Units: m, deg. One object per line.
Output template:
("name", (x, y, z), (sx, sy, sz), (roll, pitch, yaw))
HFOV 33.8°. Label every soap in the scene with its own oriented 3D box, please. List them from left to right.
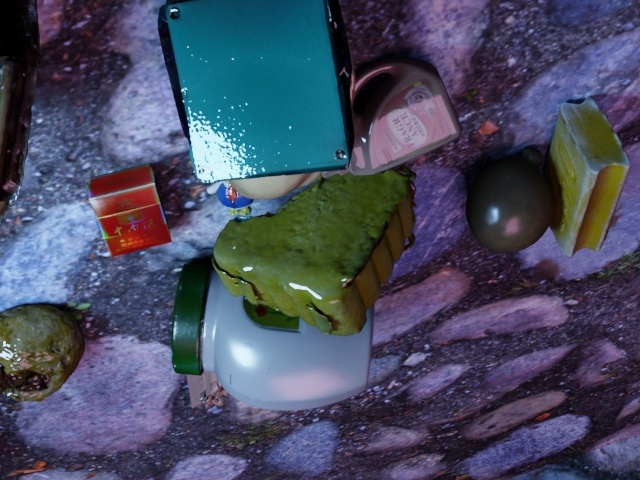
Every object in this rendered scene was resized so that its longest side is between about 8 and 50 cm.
("soap", (0.480, -0.111, 1.932), (0.089, 0.173, 0.274), (-12, 147, -6))

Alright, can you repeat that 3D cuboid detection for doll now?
("doll", (-0.145, -0.096, 1.773), (0.098, 0.058, 0.143), (3, 142, 7))

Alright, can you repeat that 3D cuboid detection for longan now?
("longan", (0.358, -0.076, 1.956), (0.185, 0.159, 0.204), (14, 99, -62))

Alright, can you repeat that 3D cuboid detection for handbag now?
("handbag", (-0.205, 0.240, 2.131), (0.059, 0.157, 0.212), (8, 147, -33))

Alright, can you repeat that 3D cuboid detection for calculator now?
("calculator", (-0.080, -0.219, 1.434), (0.248, 0.274, 0.058), (-8, -165, 17))

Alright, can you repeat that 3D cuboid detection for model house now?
("model house", (-0.514, -0.162, 1.279), (0.282, 0.297, 0.317), (4, 144, -39))

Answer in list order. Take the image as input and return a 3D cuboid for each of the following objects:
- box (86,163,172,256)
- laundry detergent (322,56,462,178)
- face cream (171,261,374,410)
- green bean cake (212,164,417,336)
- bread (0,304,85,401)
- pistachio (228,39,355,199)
("box", (-0.318, -0.047, 1.766), (0.112, 0.048, 0.175), (-14, 147, -5))
("laundry detergent", (0.092, -0.197, 1.688), (0.237, 0.076, 0.171), (-22, 117, 9))
("face cream", (-0.083, 0.158, 1.941), (0.357, 0.312, 0.219), (4, 150, 1))
("green bean cake", (0.000, 0.000, 1.801), (0.310, 0.285, 0.202), (-55, 151, -23))
("bread", (-0.557, 0.220, 1.986), (0.230, 0.123, 0.230), (-15, 148, -9))
("pistachio", (-0.055, -0.187, 1.576), (0.187, 0.187, 0.299), (4, 135, -29))
